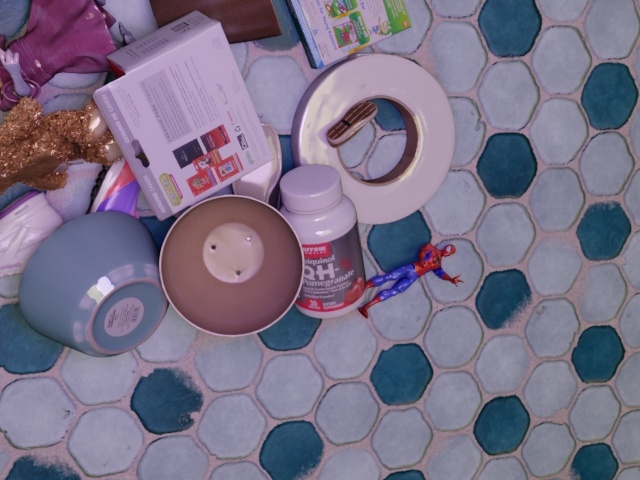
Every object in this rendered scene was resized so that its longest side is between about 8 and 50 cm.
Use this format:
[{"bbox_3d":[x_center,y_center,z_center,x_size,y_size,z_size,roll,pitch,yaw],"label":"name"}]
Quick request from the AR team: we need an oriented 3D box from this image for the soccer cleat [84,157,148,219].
[{"bbox_3d":[-0.449,-0.025,1.755,0.116,0.108,0.318,24,90,-21],"label":"soccer cleat"}]

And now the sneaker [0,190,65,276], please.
[{"bbox_3d":[-0.650,0.040,1.695,0.305,0.114,0.152,-39,110,-7],"label":"sneaker"}]

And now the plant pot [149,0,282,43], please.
[{"bbox_3d":[-0.220,-0.483,1.694,0.230,0.215,0.215,-20,108,2],"label":"plant pot"}]

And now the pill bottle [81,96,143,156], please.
[{"bbox_3d":[-0.406,-0.226,1.710,0.169,0.094,0.094,16,97,-12],"label":"pill bottle"}]

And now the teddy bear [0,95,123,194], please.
[{"bbox_3d":[-0.533,-0.186,1.603,0.337,0.245,0.113,-21,69,17],"label":"teddy bear"}]

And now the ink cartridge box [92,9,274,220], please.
[{"bbox_3d":[-0.276,-0.238,1.619,0.271,0.130,0.310,-31,126,-15],"label":"ink cartridge box"}]

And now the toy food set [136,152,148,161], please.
[{"bbox_3d":[-0.325,-0.251,1.781,0.132,0.038,0.192,17,96,-21],"label":"toy food set"}]

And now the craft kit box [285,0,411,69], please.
[{"bbox_3d":[0.048,-0.540,1.836,0.246,0.061,0.250,-25,109,-9],"label":"craft kit box"}]

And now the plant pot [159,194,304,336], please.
[{"bbox_3d":[-0.182,0.040,1.729,0.284,0.191,0.284,-1,97,-6],"label":"plant pot"}]

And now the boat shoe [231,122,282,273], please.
[{"bbox_3d":[-0.145,-0.093,1.861,0.112,0.095,0.335,2,97,-6],"label":"boat shoe"}]

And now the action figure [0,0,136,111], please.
[{"bbox_3d":[-0.562,-0.357,1.636,0.370,0.248,0.276,-35,150,2],"label":"action figure"}]

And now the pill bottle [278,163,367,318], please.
[{"bbox_3d":[0.000,0.000,1.827,0.176,0.176,0.319,-20,126,-13],"label":"pill bottle"}]

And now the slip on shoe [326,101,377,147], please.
[{"bbox_3d":[0.071,-0.253,1.839,0.135,0.051,0.041,-43,151,-14],"label":"slip on shoe"}]

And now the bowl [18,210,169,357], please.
[{"bbox_3d":[-0.426,0.112,1.689,0.311,0.163,0.312,-28,136,-31],"label":"bowl"}]

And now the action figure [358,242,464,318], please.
[{"bbox_3d":[0.222,0.093,1.994,0.280,0.139,0.092,-32,111,-12],"label":"action figure"}]

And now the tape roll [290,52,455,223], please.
[{"bbox_3d":[0.123,-0.233,1.919,0.391,0.072,0.392,-4,102,-17],"label":"tape roll"}]
